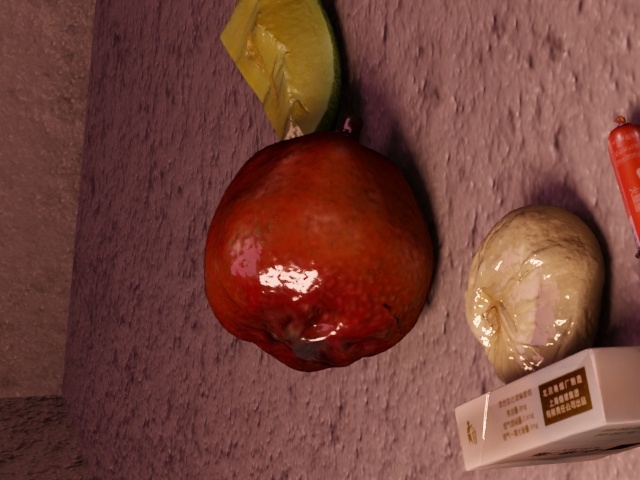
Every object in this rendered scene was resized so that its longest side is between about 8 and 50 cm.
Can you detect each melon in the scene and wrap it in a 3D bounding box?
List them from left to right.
[{"bbox_3d":[-0.036,-0.222,1.888,0.196,0.124,0.323,116,140,-49],"label":"melon"}]

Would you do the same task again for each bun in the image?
[{"bbox_3d":[0.206,0.059,1.320,0.164,0.111,0.188,27,112,62],"label":"bun"}]

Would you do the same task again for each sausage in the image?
[{"bbox_3d":[0.290,-0.052,1.205,0.048,0.050,0.145,91,171,-60],"label":"sausage"}]

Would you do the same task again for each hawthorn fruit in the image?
[{"bbox_3d":[-0.011,0.013,1.642,0.311,0.295,0.295,-108,28,-42],"label":"hawthorn fruit"}]

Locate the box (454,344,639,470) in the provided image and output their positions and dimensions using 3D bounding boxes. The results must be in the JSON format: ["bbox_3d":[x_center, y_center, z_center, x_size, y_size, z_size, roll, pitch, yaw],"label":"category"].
[{"bbox_3d":[0.241,0.148,1.183,0.243,0.155,0.067,141,126,-61],"label":"box"}]
